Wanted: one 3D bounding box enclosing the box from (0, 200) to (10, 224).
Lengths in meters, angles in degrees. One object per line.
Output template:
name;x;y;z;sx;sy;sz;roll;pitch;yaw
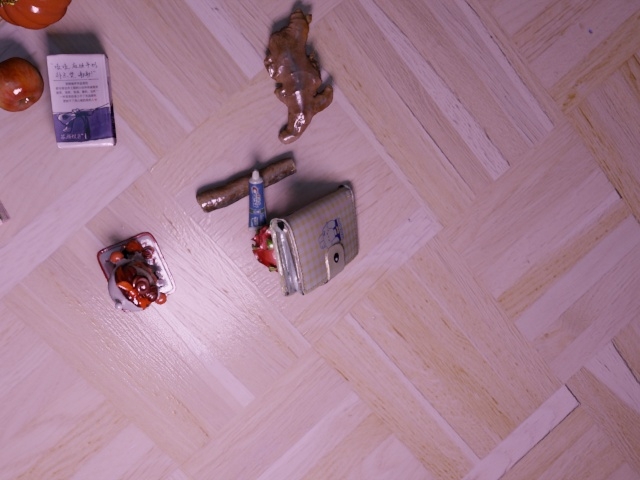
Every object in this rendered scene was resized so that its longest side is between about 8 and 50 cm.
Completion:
box;-0.810;-0.091;1.600;0.043;0.089;0.125;-26;103;-6

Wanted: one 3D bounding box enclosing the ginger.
ginger;-0.056;-0.426;1.714;0.166;0.080;0.333;-10;99;1

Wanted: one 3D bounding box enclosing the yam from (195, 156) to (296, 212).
yam;-0.194;-0.147;1.744;0.274;0.061;0.061;-25;104;-8

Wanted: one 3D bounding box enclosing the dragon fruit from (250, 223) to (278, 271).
dragon fruit;-0.087;0.042;1.767;0.137;0.135;0.236;-38;128;5

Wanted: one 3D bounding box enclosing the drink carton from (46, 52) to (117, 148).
drink carton;-0.577;-0.338;1.604;0.134;0.102;0.222;-5;101;-10

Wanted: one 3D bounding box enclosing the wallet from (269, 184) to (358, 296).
wallet;0.000;0.000;1.716;0.309;0.077;0.223;-29;110;-50

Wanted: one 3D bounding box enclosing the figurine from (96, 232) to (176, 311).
figurine;-0.464;0.103;1.639;0.160;0.226;0.183;-24;104;-6

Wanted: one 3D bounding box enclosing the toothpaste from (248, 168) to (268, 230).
toothpaste;-0.166;-0.103;1.732;0.057;0.035;0.197;-7;131;-10

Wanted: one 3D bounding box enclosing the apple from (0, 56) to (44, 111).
apple;-0.719;-0.368;1.555;0.126;0.126;0.102;-38;89;-4

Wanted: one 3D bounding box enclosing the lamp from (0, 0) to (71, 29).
lamp;-0.664;-0.592;1.492;0.223;0.196;0.223;9;113;23
